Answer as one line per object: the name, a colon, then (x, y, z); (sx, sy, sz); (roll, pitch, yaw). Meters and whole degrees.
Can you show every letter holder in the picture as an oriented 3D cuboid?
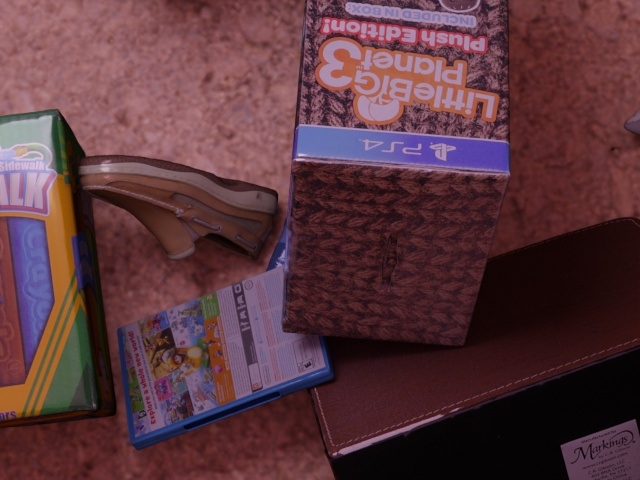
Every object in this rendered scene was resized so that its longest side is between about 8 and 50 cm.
letter holder: (0.151, 0.123, 1.262); (0.301, 0.214, 0.152); (-20, 116, -1)

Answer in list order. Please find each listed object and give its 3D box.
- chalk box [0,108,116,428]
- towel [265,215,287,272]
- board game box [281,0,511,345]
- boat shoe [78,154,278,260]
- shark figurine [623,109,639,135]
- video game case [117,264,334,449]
chalk box: (-0.265, 0.002, 1.238); (0.179, 0.180, 0.289); (-7, 84, -2)
towel: (0.000, 0.000, 1.319); (0.067, 0.029, 0.119); (20, 84, 10)
board game box: (0.053, -0.107, 1.185); (0.141, 0.232, 0.291); (4, 59, -1)
boat shoe: (-0.109, -0.020, 1.258); (0.190, 0.068, 0.072); (12, 85, -41)
shark figurine: (0.403, -0.063, 1.289); (0.166, 0.278, 0.116); (-29, 126, -32)
video game case: (-0.078, 0.088, 1.266); (0.166, 0.015, 0.119); (-21, 47, 8)
